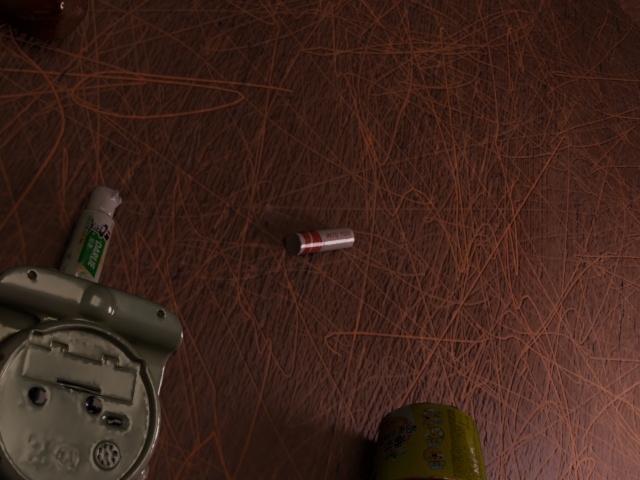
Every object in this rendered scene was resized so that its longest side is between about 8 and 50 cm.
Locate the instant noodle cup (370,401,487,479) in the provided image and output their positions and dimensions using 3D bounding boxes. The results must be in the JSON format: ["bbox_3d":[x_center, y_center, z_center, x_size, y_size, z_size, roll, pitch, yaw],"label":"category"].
[{"bbox_3d":[0.169,0.352,1.567,0.205,0.205,0.153,31,43,-25],"label":"instant noodle cup"}]

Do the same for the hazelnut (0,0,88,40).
[{"bbox_3d":[-0.415,-0.369,1.510,0.143,0.143,0.154,41,37,-17],"label":"hazelnut"}]

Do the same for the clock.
[{"bbox_3d":[-0.312,0.209,1.245,0.265,0.109,0.324,20,62,-33],"label":"clock"}]

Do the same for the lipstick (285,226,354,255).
[{"bbox_3d":[0.000,0.000,1.727,0.131,0.038,0.038,-8,72,-45],"label":"lipstick"}]

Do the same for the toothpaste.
[{"bbox_3d":[-0.335,0.062,1.382,0.058,0.056,0.314,5,57,7],"label":"toothpaste"}]
